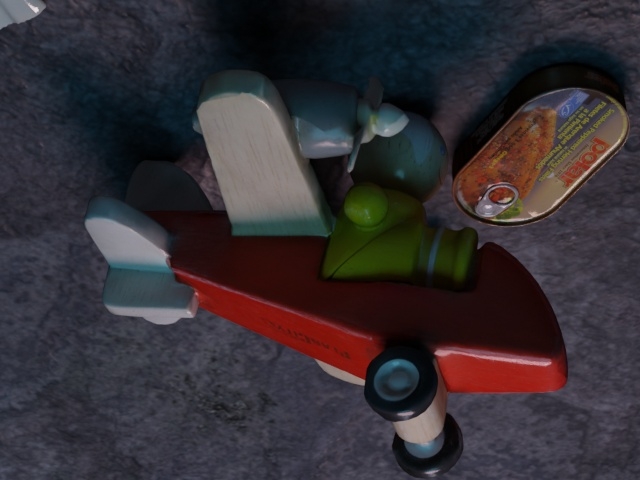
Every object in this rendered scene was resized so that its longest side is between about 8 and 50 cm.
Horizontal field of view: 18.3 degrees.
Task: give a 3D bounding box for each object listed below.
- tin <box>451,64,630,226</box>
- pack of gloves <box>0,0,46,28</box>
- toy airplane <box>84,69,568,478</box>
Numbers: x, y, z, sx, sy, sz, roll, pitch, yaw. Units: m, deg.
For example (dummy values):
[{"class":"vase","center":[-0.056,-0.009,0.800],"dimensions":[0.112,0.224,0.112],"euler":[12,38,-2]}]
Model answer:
[{"class":"tin","center":[0.190,-0.081,1.726],"dimensions":[0.106,0.040,0.189],"euler":[24,134,-21]},{"class":"pack of gloves","center":[-0.366,-0.202,1.564],"dimensions":[0.195,0.046,0.232],"euler":[-25,134,24]},{"class":"toy airplane","center":[0.000,0.000,1.682],"dimensions":[0.384,0.272,0.386],"euler":[38,160,-17]}]
